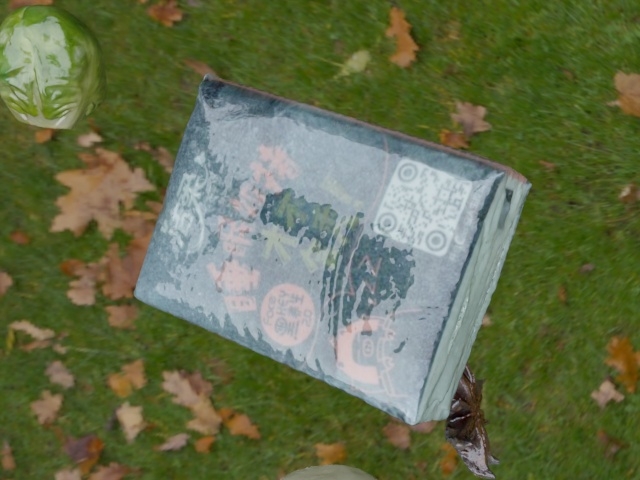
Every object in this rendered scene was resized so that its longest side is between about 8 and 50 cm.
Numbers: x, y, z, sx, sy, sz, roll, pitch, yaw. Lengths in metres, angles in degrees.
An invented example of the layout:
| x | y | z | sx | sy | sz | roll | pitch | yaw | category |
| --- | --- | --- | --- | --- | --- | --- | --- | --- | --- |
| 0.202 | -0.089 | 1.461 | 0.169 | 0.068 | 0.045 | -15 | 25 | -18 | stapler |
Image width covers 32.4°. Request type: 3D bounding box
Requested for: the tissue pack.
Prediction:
| x | y | z | sx | sy | sz | roll | pitch | yaw | category |
| --- | --- | --- | --- | --- | --- | --- | --- | --- | --- |
| 0.000 | 0.000 | 0.978 | 0.316 | 0.103 | 0.227 | 21 | 92 | 28 | tissue pack |

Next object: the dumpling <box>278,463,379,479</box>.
| x | y | z | sx | sy | sz | roll | pitch | yaw | category |
| --- | --- | --- | --- | --- | --- | --- | --- | --- | --- |
| 0.004 | 0.328 | 1.265 | 0.250 | 0.162 | 0.132 | -6 | 93 | -8 | dumpling |

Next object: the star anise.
| x | y | z | sx | sy | sz | roll | pitch | yaw | category |
| --- | --- | --- | --- | --- | --- | --- | --- | --- | --- |
| 0.151 | 0.181 | 1.135 | 0.042 | 0.141 | 0.141 | -15 | 88 | 19 | star anise |

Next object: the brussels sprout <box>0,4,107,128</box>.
| x | y | z | sx | sy | sz | roll | pitch | yaw | category |
| --- | --- | --- | --- | --- | --- | --- | --- | --- | --- |
| -0.334 | -0.209 | 1.326 | 0.155 | 0.117 | 0.155 | 6 | 103 | 26 | brussels sprout |
